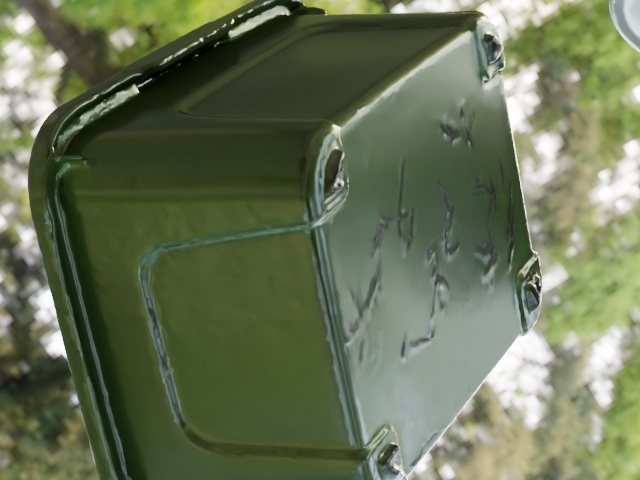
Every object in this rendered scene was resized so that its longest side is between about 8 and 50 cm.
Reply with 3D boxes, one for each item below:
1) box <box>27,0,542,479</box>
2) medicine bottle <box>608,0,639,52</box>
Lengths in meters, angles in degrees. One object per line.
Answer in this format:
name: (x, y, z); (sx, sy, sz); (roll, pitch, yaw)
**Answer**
box: (0.000, 0.000, 1.011); (0.177, 0.253, 0.328); (-5, -160, 26)
medicine bottle: (0.328, -0.250, 1.430); (0.095, 0.095, 0.260); (-8, -145, 48)
